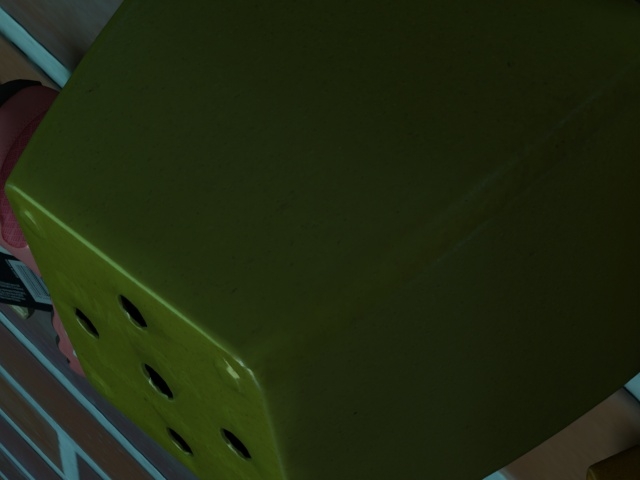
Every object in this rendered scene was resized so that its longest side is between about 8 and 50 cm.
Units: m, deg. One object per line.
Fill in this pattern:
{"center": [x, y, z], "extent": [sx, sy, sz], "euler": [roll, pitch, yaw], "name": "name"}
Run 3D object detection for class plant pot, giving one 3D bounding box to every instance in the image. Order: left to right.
{"center": [0.000, 0.000, 0.559], "extent": [0.212, 0.187, 0.212], "euler": [34, 153, 31], "name": "plant pot"}

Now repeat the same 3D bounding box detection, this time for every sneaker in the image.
{"center": [-0.137, 0.009, 0.938], "extent": [0.136, 0.116, 0.314], "euler": [21, 152, 30], "name": "sneaker"}

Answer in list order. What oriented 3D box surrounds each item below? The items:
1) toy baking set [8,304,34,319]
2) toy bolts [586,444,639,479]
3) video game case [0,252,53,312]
{"center": [-0.344, -0.027, 1.310], "extent": [0.256, 0.030, 0.197], "euler": [54, 152, -18], "name": "toy baking set"}
{"center": [0.215, 0.169, 0.577], "extent": [0.228, 0.158, 0.218], "euler": [74, -172, -62], "name": "toy bolts"}
{"center": [-0.303, -0.044, 1.165], "extent": [0.275, 0.035, 0.248], "euler": [5, 132, 48], "name": "video game case"}
